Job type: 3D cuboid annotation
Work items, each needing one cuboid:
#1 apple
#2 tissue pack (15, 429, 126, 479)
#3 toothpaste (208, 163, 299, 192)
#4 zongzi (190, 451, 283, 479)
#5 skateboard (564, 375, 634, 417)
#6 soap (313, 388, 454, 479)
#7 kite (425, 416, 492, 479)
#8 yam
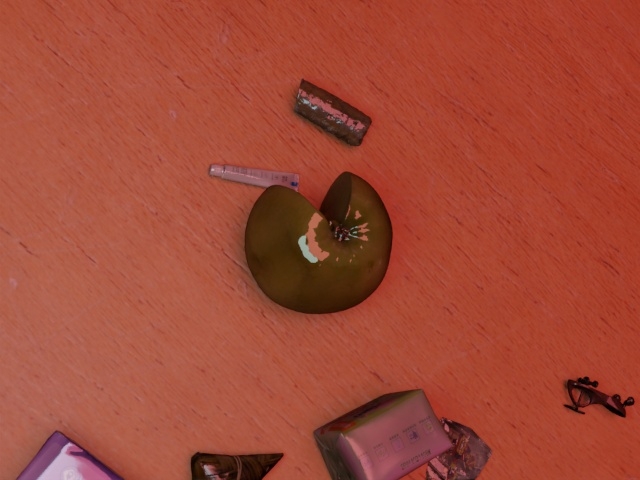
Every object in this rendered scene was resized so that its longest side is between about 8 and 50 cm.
[{"bbox_3d":[0.000,0.000,1.601,0.292,0.254,0.291,2,83,-18],"label":"apple"},{"bbox_3d":[-0.459,0.523,1.388,0.242,0.160,0.338,40,70,-5],"label":"tissue pack"},{"bbox_3d":[-0.135,-0.131,1.704,0.191,0.031,0.048,9,73,-20],"label":"toothpaste"},{"bbox_3d":[-0.155,0.491,1.544,0.184,0.084,0.187,5,84,-27],"label":"zongzi"},{"bbox_3d":[0.609,0.356,1.835,0.152,0.067,0.080,25,82,-6],"label":"skateboard"},{"bbox_3d":[0.116,0.386,1.594,0.200,0.182,0.138,-23,86,-22],"label":"soap"},{"bbox_3d":[0.259,0.494,1.708,0.141,0.015,0.245,33,70,-7],"label":"kite"},{"bbox_3d":[0.022,-0.270,1.760,0.179,0.078,0.078,28,71,-11],"label":"yam"}]
